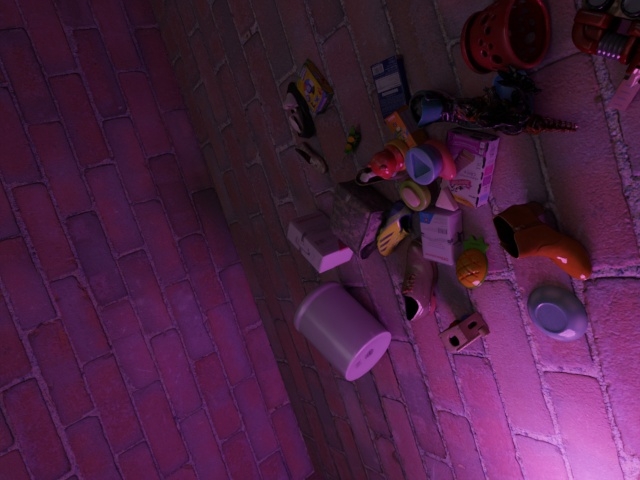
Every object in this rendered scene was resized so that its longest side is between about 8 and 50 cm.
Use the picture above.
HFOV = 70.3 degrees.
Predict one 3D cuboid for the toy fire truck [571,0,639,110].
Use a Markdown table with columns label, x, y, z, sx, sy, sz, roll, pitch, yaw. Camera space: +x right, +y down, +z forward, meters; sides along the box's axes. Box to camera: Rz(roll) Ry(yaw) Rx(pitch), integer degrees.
| label | x | y | z | sx | sy | sz | roll | pitch | yaw |
| --- | --- | --- | --- | --- | --- | --- | --- | --- | --- |
| toy fire truck | 0.697 | -0.441 | 1.060 | 0.217 | 0.158 | 0.247 | 38 | 127 | 37 |

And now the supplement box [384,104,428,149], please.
| label | x | y | z | sx | sy | sz | roll | pitch | yaw |
| --- | --- | --- | --- | --- | --- | --- | --- | --- | --- |
| supplement box | 0.329 | -0.364 | 1.637 | 0.234 | 0.080 | 0.078 | 59 | 148 | -2 |

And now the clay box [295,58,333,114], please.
| label | x | y | z | sx | sy | sz | roll | pitch | yaw |
| --- | --- | --- | --- | --- | --- | --- | --- | --- | --- |
| clay box | -0.037 | -0.688 | 2.028 | 0.222 | 0.053 | 0.127 | 56 | 145 | 16 |

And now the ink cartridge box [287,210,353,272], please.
| label | x | y | z | sx | sy | sz | roll | pitch | yaw |
| --- | --- | --- | --- | --- | --- | --- | --- | --- | --- |
| ink cartridge box | 0.000 | 0.000 | 2.233 | 0.283 | 0.207 | 0.117 | 46 | 140 | 31 |

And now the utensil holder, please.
| label | x | y | z | sx | sy | sz | roll | pitch | yaw |
| --- | --- | --- | --- | --- | --- | --- | --- | --- | --- |
| utensil holder | 0.110 | 0.439 | 2.237 | 0.385 | 0.327 | 0.328 | 40 | 138 | 32 |

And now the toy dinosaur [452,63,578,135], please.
| label | x | y | z | sx | sy | sz | roll | pitch | yaw |
| --- | --- | --- | --- | --- | --- | --- | --- | --- | --- |
| toy dinosaur | 0.527 | -0.360 | 1.257 | 0.321 | 0.218 | 0.165 | -1 | 83 | 24 |

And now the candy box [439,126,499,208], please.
| label | x | y | z | sx | sy | sz | roll | pitch | yaw |
| --- | --- | --- | --- | --- | --- | --- | --- | --- | --- |
| candy box | 0.490 | -0.244 | 1.514 | 0.159 | 0.071 | 0.234 | 31 | 133 | 44 |

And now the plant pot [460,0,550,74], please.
| label | x | y | z | sx | sy | sz | roll | pitch | yaw |
| --- | --- | --- | --- | --- | --- | --- | --- | --- | --- |
| plant pot | 0.489 | -0.553 | 1.230 | 0.174 | 0.191 | 0.191 | 16 | 121 | 56 |

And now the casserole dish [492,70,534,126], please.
| label | x | y | z | sx | sy | sz | roll | pitch | yaw |
| --- | --- | --- | --- | --- | --- | --- | --- | --- | --- |
| casserole dish | 0.570 | -0.412 | 1.333 | 0.114 | 0.036 | 0.189 | 4 | 111 | 54 |

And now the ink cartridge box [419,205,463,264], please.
| label | x | y | z | sx | sy | sz | roll | pitch | yaw |
| --- | --- | --- | --- | --- | --- | --- | --- | --- | --- |
| ink cartridge box | 0.450 | -0.021 | 1.690 | 0.139 | 0.082 | 0.191 | 16 | 123 | 51 |

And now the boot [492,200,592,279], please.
| label | x | y | z | sx | sy | sz | roll | pitch | yaw |
| --- | --- | --- | --- | --- | --- | --- | --- | --- | --- |
| boot | 0.638 | 0.024 | 1.329 | 0.295 | 0.211 | 0.104 | 57 | 146 | 15 |

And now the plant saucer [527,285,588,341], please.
| label | x | y | z | sx | sy | sz | roll | pitch | yaw |
| --- | --- | --- | --- | --- | --- | --- | --- | --- | --- |
| plant saucer | 0.748 | 0.242 | 1.459 | 0.194 | 0.037 | 0.195 | 32 | 134 | 41 |

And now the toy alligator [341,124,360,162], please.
| label | x | y | z | sx | sy | sz | roll | pitch | yaw |
| --- | --- | --- | --- | --- | --- | --- | --- | --- | --- |
| toy alligator | 0.135 | -0.406 | 1.952 | 0.051 | 0.056 | 0.190 | 16 | 134 | 1 |

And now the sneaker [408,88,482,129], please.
| label | x | y | z | sx | sy | sz | roll | pitch | yaw |
| --- | --- | --- | --- | --- | --- | --- | --- | --- | --- |
| sneaker | 0.396 | -0.413 | 1.450 | 0.295 | 0.178 | 0.124 | 31 | 132 | 42 |

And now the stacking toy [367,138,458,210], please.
| label | x | y | z | sx | sy | sz | roll | pitch | yaw |
| --- | --- | --- | --- | --- | --- | --- | --- | --- | --- |
| stacking toy | 0.318 | -0.206 | 1.585 | 0.308 | 0.130 | 0.280 | 12 | 128 | 57 |

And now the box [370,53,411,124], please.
| label | x | y | z | sx | sy | sz | roll | pitch | yaw |
| --- | --- | --- | --- | --- | --- | --- | --- | --- | --- |
| box | 0.266 | -0.553 | 1.684 | 0.136 | 0.036 | 0.226 | 3 | 112 | 55 |

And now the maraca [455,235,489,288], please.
| label | x | y | z | sx | sy | sz | roll | pitch | yaw |
| --- | --- | --- | --- | --- | --- | --- | --- | --- | --- |
| maraca | 0.540 | 0.077 | 1.612 | 0.127 | 0.099 | 0.186 | 9 | 90 | 49 |

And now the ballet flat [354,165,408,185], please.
| label | x | y | z | sx | sy | sz | roll | pitch | yaw |
| --- | --- | --- | --- | --- | --- | --- | --- | --- | --- |
| ballet flat | 0.248 | -0.277 | 1.809 | 0.316 | 0.106 | 0.108 | -20 | 92 | 57 |

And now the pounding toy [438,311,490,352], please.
| label | x | y | z | sx | sy | sz | roll | pitch | yaw |
| --- | --- | --- | --- | --- | --- | --- | --- | --- | --- |
| pounding toy | 0.535 | 0.335 | 1.685 | 0.094 | 0.180 | 0.206 | 59 | 146 | 14 |

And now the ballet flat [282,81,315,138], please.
| label | x | y | z | sx | sy | sz | roll | pitch | yaw |
| --- | --- | --- | --- | --- | --- | --- | --- | --- | --- |
| ballet flat | -0.113 | -0.613 | 2.141 | 0.095 | 0.096 | 0.281 | -26 | 87 | 57 |

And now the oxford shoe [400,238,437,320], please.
| label | x | y | z | sx | sy | sz | roll | pitch | yaw |
| --- | --- | --- | --- | --- | --- | --- | --- | --- | --- |
| oxford shoe | 0.390 | 0.169 | 1.842 | 0.122 | 0.130 | 0.349 | 12 | 118 | 52 |

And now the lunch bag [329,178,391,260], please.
| label | x | y | z | sx | sy | sz | roll | pitch | yaw |
| --- | --- | --- | --- | --- | --- | --- | --- | --- | --- |
| lunch bag | 0.164 | -0.086 | 1.986 | 0.235 | 0.168 | 0.287 | 44 | 136 | 31 |

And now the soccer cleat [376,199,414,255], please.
| label | x | y | z | sx | sy | sz | roll | pitch | yaw |
| --- | --- | --- | --- | --- | --- | --- | --- | --- | --- |
| soccer cleat | 0.311 | -0.032 | 1.878 | 0.121 | 0.093 | 0.289 | 38 | 137 | 28 |

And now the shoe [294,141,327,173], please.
| label | x | y | z | sx | sy | sz | roll | pitch | yaw |
| --- | --- | --- | --- | --- | --- | --- | --- | --- | --- |
| shoe | -0.049 | -0.396 | 2.208 | 0.219 | 0.058 | 0.077 | 49 | 143 | 26 |
